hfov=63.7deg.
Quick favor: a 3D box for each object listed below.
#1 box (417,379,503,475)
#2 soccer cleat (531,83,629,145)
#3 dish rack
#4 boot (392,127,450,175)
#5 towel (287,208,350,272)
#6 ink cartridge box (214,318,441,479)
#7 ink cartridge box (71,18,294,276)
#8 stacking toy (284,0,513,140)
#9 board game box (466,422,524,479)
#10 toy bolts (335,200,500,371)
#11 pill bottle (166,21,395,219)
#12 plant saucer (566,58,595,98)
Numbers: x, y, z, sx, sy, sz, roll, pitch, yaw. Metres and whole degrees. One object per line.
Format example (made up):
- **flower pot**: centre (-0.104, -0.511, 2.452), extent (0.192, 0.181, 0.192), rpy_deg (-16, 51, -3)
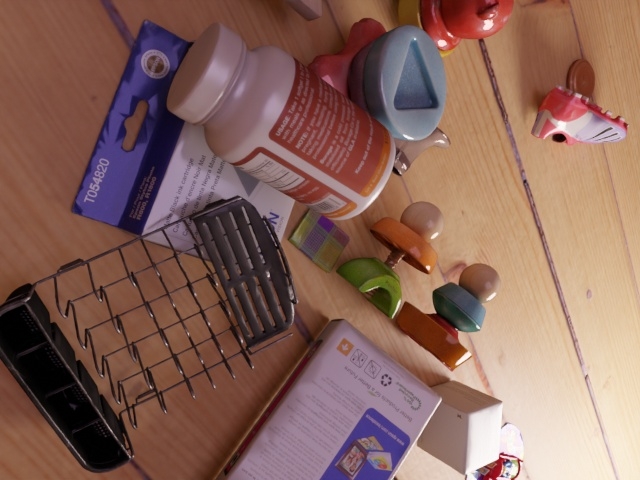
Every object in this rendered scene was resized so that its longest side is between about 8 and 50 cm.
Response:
- **box**: centre (0.220, 0.293, 0.821), extent (0.087, 0.102, 0.101), rpy_deg (-4, 100, -36)
- **soccer cleat**: centre (0.477, -0.210, 0.948), extent (0.248, 0.083, 0.095), rpy_deg (7, 122, -39)
- **dish rack**: centre (-0.150, 0.084, 0.526), extent (0.272, 0.074, 0.208), rpy_deg (-26, 120, -16)
- **boot**: centre (0.131, -0.132, 0.742), extent (0.119, 0.042, 0.086), rpy_deg (28, 88, -33)
- **towel**: centre (0.000, 0.000, 0.686), extent (0.083, 0.009, 0.060), rpy_deg (40, 75, -31)
- **ink cartridge box**: centre (-0.018, 0.296, 0.646), extent (0.176, 0.069, 0.370), rpy_deg (40, 71, -6)
- **ink cartridge box**: centre (-0.120, -0.093, 0.570), extent (0.224, 0.045, 0.223), rpy_deg (21, 85, -34)
- **stacking toy**: centre (0.101, -0.287, 0.609), extent (0.279, 0.130, 0.308), rpy_deg (49, 62, -35)
- **board game box**: centre (0.342, 0.431, 0.964), extent (0.169, 0.033, 0.133), rpy_deg (-29, 112, -27)
- **toy bolts**: centre (0.174, 0.070, 0.699), extent (0.158, 0.218, 0.228), rpy_deg (-49, 128, -3)
- **pill bottle**: centre (-0.036, -0.115, 0.521), extent (0.216, 0.121, 0.121), rpy_deg (28, 81, -34)
- **plant saucer**: centre (0.495, -0.300, 0.975), extent (0.084, 0.013, 0.083), rpy_deg (-5, 99, -34)
